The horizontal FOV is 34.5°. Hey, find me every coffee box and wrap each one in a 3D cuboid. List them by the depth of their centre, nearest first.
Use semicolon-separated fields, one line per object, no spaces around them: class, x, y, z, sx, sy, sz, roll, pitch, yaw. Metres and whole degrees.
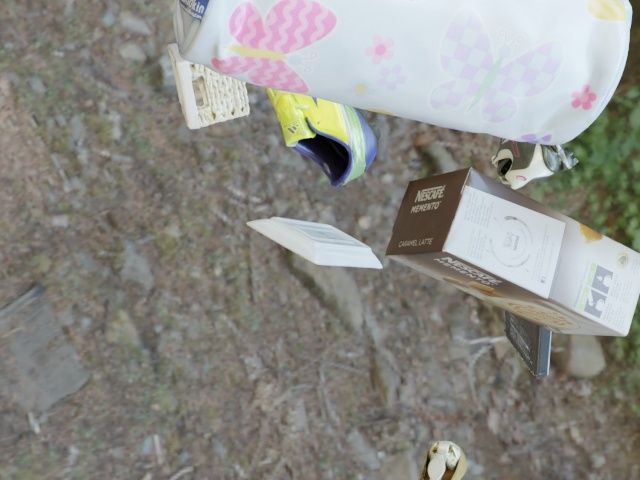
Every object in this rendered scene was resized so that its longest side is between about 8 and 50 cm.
coffee box;0.217;0.018;1.149;0.247;0.141;0.098;24;77;-20

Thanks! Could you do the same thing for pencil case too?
pencil case;0.047;-0.139;0.616;0.273;0.124;0.113;12;29;-21

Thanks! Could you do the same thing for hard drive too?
hard drive;0.278;0.112;1.388;0.135;0.022;0.094;80;-14;-47

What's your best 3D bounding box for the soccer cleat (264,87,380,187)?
soccer cleat;-0.031;-0.198;1.428;0.289;0.093;0.121;48;57;-17

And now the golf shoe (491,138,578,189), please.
golf shoe;0.344;-0.164;1.805;0.105;0.120;0.273;55;4;-14

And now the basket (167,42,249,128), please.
basket;-0.180;-0.259;1.660;0.167;0.103;0.113;-122;-159;-65

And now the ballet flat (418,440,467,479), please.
ballet flat;0.219;0.403;1.837;0.232;0.080;0.073;-55;149;-66

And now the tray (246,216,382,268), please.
tray;0.000;0.000;1.718;0.270;0.145;0.030;6;112;-64
